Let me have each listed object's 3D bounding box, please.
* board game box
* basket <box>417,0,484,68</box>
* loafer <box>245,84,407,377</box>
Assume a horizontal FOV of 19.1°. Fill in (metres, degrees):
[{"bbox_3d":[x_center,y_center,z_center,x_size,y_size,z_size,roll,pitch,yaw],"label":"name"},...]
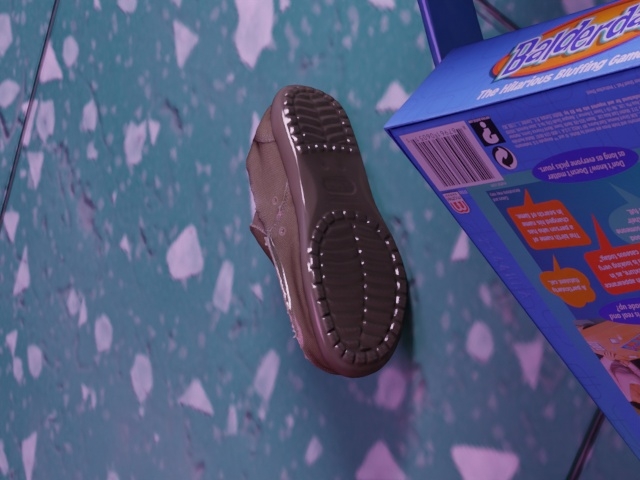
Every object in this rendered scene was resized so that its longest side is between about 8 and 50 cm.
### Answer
[{"bbox_3d":[0.138,0.019,0.583,0.160,0.047,0.210,-10,124,54],"label":"board game box"},{"bbox_3d":[0.092,-0.162,0.612,0.255,0.201,0.289,-26,85,53],"label":"basket"},{"bbox_3d":[0.000,0.000,0.876,0.050,0.056,0.148,-44,47,47],"label":"loafer"}]
